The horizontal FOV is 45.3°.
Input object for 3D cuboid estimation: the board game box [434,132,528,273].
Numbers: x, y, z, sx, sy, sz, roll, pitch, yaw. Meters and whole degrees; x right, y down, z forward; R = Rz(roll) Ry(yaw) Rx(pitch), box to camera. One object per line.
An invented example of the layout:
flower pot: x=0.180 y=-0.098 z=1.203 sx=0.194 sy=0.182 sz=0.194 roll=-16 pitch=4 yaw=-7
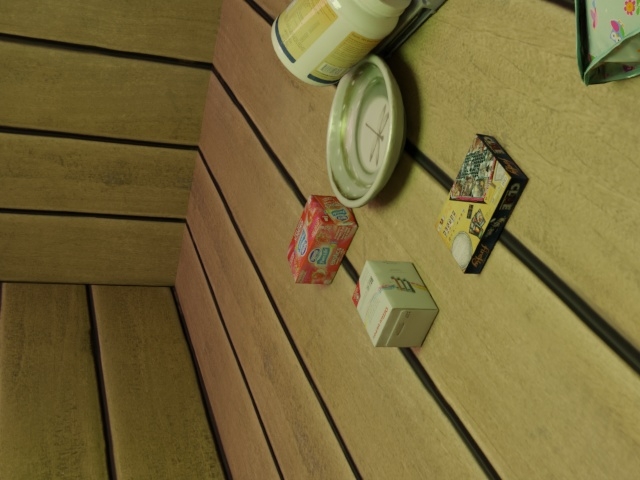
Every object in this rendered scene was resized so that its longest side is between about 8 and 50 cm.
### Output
board game box: x=0.326 y=-0.075 z=1.591 sx=0.165 sy=0.042 sz=0.243 roll=-113 pitch=34 yaw=-47

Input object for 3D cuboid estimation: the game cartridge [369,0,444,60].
game cartridge: x=0.202 y=-0.621 z=1.947 sx=0.355 sy=0.068 sz=0.230 roll=147 pitch=127 yaw=-63

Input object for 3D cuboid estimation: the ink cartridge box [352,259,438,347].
ink cartridge box: x=0.173 y=0.151 z=1.817 sx=0.176 sy=0.127 sz=0.128 roll=-113 pitch=35 yaw=-47

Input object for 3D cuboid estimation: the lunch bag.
lunch bag: x=0.464 y=-0.372 z=1.157 sx=0.262 sy=0.160 sz=0.223 roll=153 pitch=115 yaw=-77

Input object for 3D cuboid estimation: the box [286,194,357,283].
box: x=0.000 y=0.000 z=2.260 sx=0.256 sy=0.123 sz=0.128 roll=114 pitch=149 yaw=-41

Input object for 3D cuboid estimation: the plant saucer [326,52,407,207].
plant saucer: x=0.134 y=-0.281 z=2.007 sx=0.400 sy=0.101 sz=0.400 roll=-177 pitch=90 yaw=-67

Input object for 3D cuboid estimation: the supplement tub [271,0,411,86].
supplement tub: x=0.050 y=-0.552 z=1.888 sx=0.316 sy=0.228 sz=0.228 roll=-35 pitch=54 yaw=44
